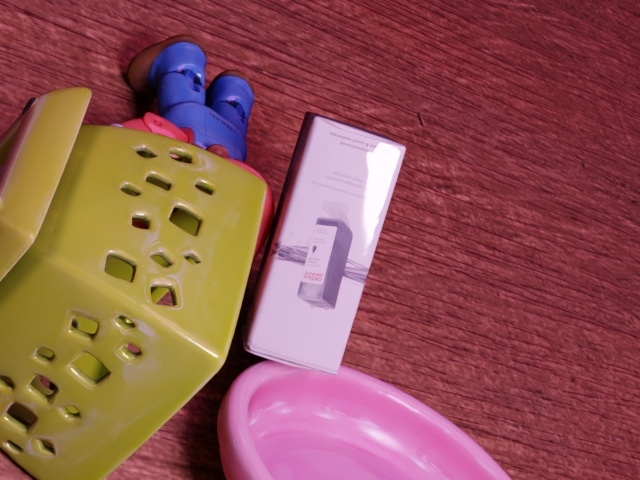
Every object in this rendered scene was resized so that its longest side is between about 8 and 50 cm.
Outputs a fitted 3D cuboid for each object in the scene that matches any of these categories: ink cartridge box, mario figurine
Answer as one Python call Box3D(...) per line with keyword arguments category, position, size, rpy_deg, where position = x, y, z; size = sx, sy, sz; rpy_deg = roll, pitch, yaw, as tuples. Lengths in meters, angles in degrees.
Box3D(category="ink cartridge box", position=(0.000, 0.000, 1.761), size=(0.092, 0.217, 0.158), rpy_deg=(18, 5, -5))
Box3D(category="mario figurine", position=(-0.139, -0.056, 1.819), size=(0.198, 0.170, 0.320), rpy_deg=(5, 34, -6))

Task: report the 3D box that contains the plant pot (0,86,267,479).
Box3D(category="plant pot", position=(-0.198, 0.030, 1.531), size=(0.207, 0.228, 0.227), rpy_deg=(34, 37, -18))

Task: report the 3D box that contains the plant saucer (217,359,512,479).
Box3D(category="plant saucer", position=(0.047, 0.238, 1.696), size=(0.332, 0.084, 0.332), rpy_deg=(26, 23, -12))
